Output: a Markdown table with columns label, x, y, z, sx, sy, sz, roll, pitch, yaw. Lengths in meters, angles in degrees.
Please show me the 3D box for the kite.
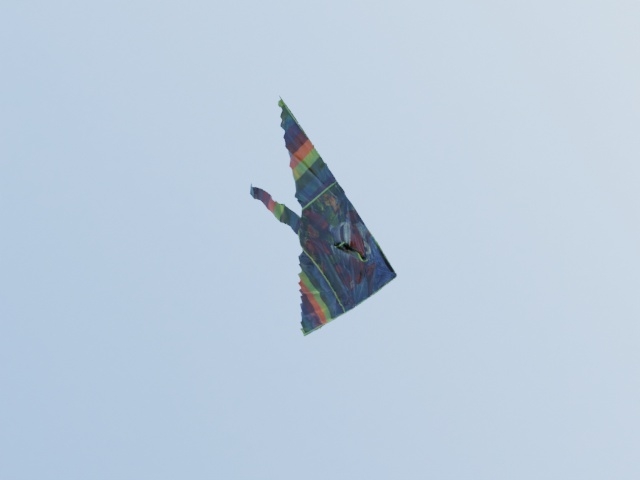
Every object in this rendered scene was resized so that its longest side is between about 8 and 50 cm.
| label | x | y | z | sx | sy | sz | roll | pitch | yaw |
| --- | --- | --- | --- | --- | --- | --- | --- | --- | --- |
| kite | 0.000 | 0.000 | 0.810 | 0.004 | 0.122 | 0.090 | -30 | -134 | -33 |
